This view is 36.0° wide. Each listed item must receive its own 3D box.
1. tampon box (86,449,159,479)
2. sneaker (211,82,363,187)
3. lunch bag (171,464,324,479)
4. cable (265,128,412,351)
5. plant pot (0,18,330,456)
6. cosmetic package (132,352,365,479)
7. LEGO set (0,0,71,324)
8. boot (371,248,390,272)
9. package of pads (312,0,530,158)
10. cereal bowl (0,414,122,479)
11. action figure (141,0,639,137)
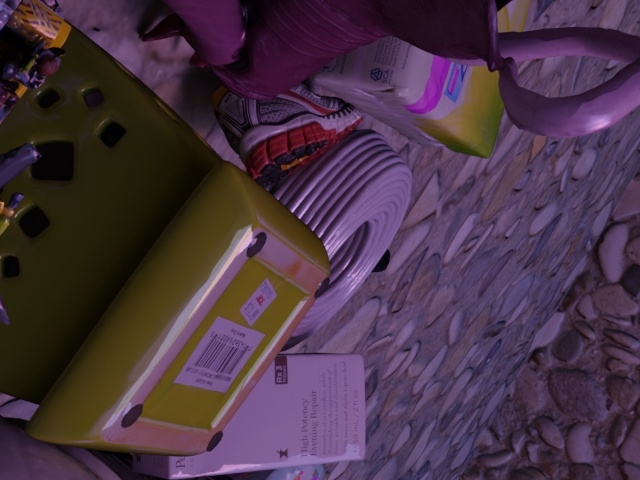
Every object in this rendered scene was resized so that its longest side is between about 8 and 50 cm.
[{"bbox_3d":[-0.225,0.282,0.988,0.120,0.101,0.161,-52,157,-7],"label":"tampon box"},{"bbox_3d":[-0.027,-0.112,0.851,0.088,0.093,0.225,-34,180,14],"label":"sneaker"},{"bbox_3d":[-0.109,0.326,1.162,0.223,0.160,0.262,-45,174,-21],"label":"lunch bag"},{"bbox_3d":[0.000,0.000,1.033,0.257,0.089,0.257,-45,162,-24],"label":"cable"},{"bbox_3d":[-0.135,0.020,0.666,0.227,0.207,0.228,-54,158,-2],"label":"plant pot"},{"bbox_3d":[-0.069,0.172,0.999,0.231,0.085,0.117,2,83,-36],"label":"cosmetic package"},{"bbox_3d":[-0.171,-0.124,0.303,0.255,0.192,0.331,-47,136,-5],"label":"LEGO set"},{"bbox_3d":[0.069,-0.010,1.246,0.121,0.045,0.099,-13,127,-61],"label":"boot"},{"bbox_3d":[0.108,-0.214,0.888,0.296,0.101,0.229,15,89,-67],"label":"package of pads"},{"bbox_3d":[-0.211,0.222,0.657,0.141,0.339,0.339,-52,161,-41],"label":"cereal bowl"},{"bbox_3d":[0.027,-0.165,0.614,0.248,0.276,0.370,-27,-176,-43],"label":"action figure"}]
